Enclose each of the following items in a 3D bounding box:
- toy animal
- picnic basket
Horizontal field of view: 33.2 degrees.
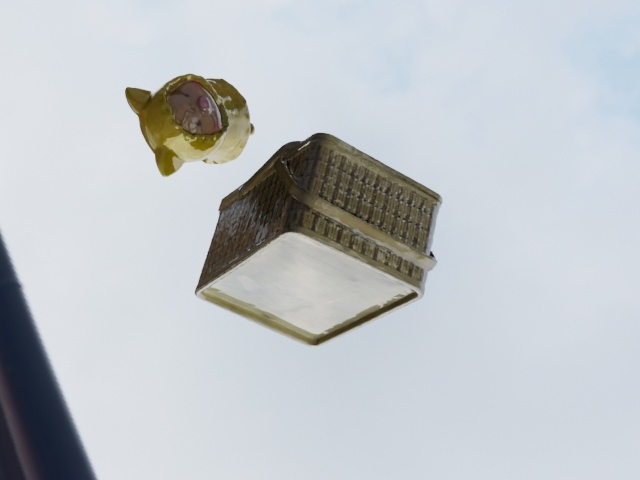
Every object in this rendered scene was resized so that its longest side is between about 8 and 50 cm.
[{"bbox_3d":[-0.191,-0.185,1.667,0.156,0.156,0.230,5,-170,31],"label":"toy animal"},{"bbox_3d":[0.000,0.000,1.493,0.313,0.228,0.175,-32,-142,53],"label":"picnic basket"}]
